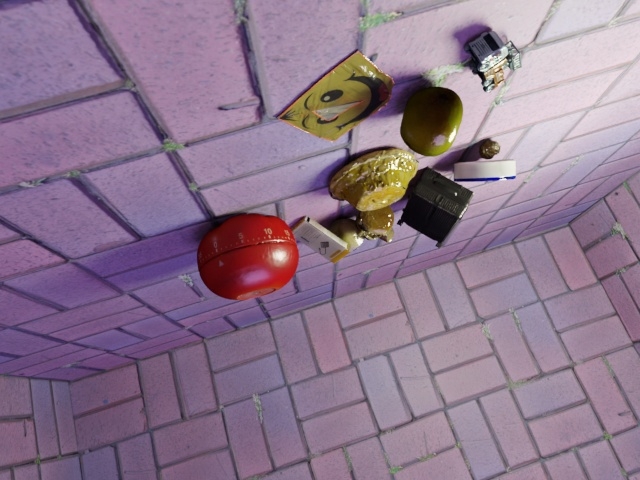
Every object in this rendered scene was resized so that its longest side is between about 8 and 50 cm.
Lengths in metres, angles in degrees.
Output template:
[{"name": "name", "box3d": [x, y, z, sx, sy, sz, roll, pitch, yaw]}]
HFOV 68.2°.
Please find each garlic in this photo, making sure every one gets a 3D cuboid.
[{"name": "garlic", "box3d": [0.290, -0.061, 2.217, 0.087, 0.101, 0.195, -49, 157, -9]}]

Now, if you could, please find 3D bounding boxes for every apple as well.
[{"name": "apple", "box3d": [0.308, -0.333, 1.332, 0.157, 0.196, 0.196, 16, 162, 6]}]

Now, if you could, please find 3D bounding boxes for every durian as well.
[{"name": "durian", "box3d": [0.643, -0.344, 1.797, 0.080, 0.080, 0.091, -31, 170, 32]}]

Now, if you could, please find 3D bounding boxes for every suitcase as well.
[{"name": "suitcase", "box3d": [0.469, -0.128, 1.955, 0.152, 0.230, 0.335, -57, 169, -16]}]

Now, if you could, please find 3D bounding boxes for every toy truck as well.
[{"name": "toy truck", "box3d": [0.453, -0.473, 1.230, 0.115, 0.080, 0.178, -31, 160, 19]}]

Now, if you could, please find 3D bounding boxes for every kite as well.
[{"name": "kite", "box3d": [0.042, -0.361, 1.258, 0.328, 0.013, 0.377, -15, 162, -9]}]

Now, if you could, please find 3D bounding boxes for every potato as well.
[{"name": "potato", "box3d": [0.089, -0.035, 2.067, 0.202, 0.182, 0.117, -7, 140, 43]}]

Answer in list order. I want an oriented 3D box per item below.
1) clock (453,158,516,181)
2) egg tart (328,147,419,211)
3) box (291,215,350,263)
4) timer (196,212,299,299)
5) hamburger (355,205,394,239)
[{"name": "clock", "box3d": [0.636, -0.272, 1.837, 0.231, 0.083, 0.230, -2, -169, 0]}, {"name": "egg tart", "box3d": [0.195, -0.198, 1.684, 0.342, 0.132, 0.341, -15, 161, -5]}, {"name": "box", "box3d": [0.000, 0.000, 1.991, 0.247, 0.033, 0.129, 35, 136, -18]}, {"name": "timer", "box3d": [-0.269, 0.071, 1.777, 0.378, 0.279, 0.378, -16, 164, -5]}, {"name": "hamburger", "box3d": [0.218, -0.080, 1.969, 0.185, 0.159, 0.131, -46, -172, -16]}]
